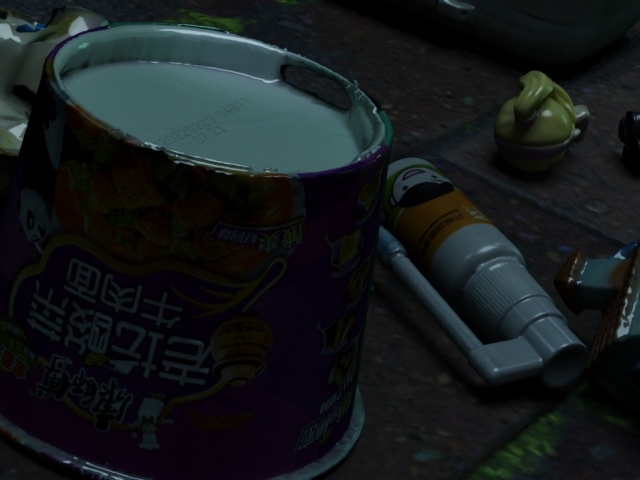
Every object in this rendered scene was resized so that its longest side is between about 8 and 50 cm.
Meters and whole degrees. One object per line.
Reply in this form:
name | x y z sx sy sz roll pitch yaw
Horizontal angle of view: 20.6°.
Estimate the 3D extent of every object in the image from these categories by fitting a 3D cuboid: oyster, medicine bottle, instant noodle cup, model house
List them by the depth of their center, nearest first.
instant noodle cup | -0.074 -0.002 0.997 0.251 0.190 0.251 11 27 -6
model house | 0.224 0.058 1.150 0.149 0.119 0.148 1 43 28
medicine bottle | 0.092 0.023 1.179 0.092 0.061 0.220 -8 35 -27
oyster | -0.207 -0.099 1.204 0.260 0.092 0.198 -4 44 -41
medicine bottle | 0.136 -0.299 1.749 0.375 0.123 0.282 26 30 19

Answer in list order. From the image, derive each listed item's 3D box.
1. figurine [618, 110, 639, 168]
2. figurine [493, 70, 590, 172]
figurine | 0.331 -0.084 1.500 0.149 0.087 0.086 -6 68 -12
figurine | 0.187 -0.106 1.468 0.083 0.083 0.187 23 18 16
